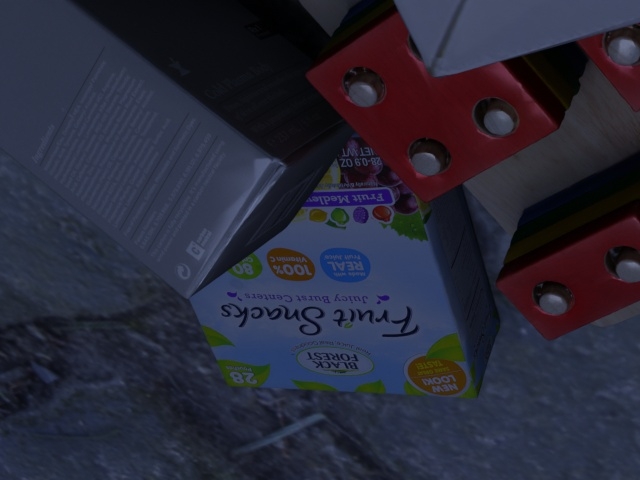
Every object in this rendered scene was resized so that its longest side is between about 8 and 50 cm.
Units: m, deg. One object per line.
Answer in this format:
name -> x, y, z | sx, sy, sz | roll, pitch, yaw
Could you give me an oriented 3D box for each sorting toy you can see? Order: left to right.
sorting toy -> 0.146, -0.073, 0.751 | 0.255, 0.089, 0.257 | -29, 112, 39

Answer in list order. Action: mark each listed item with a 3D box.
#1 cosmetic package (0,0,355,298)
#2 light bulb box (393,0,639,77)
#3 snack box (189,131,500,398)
cosmetic package -> -0.109, -0.092, 0.832 | 0.238, 0.127, 0.107 | 40, 119, 5
light bulb box -> 0.081, -0.303, 0.399 | 0.225, 0.361, 0.358 | -13, 127, 24
snack box -> 0.000, 0.000, 0.967 | 0.174, 0.070, 0.207 | 0, 133, 24
